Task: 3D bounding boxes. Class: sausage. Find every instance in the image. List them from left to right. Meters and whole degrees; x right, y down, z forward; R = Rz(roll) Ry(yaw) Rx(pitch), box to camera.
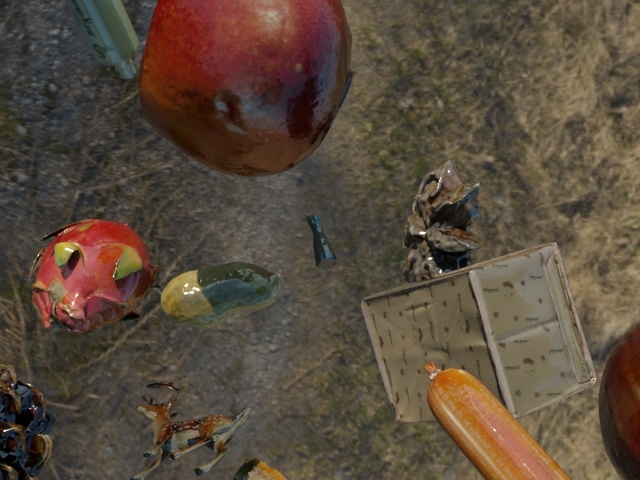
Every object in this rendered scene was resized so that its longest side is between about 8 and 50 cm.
[{"bbox_3d":[0.192,0.221,0.598,0.053,0.348,0.053,-27,144,-21],"label":"sausage"}]

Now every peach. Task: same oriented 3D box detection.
[{"bbox_3d":[-0.104,-0.281,1.241,0.310,0.406,0.335,23,47,0],"label":"peach"}]

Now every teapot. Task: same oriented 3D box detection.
[{"bbox_3d":[0.000,0.000,1.543,0.043,0.043,0.111,7,54,-36],"label":"teapot"}]

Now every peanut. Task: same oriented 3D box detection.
[{"bbox_3d":[-0.193,0.107,1.536,0.236,0.110,0.120,-9,74,-6],"label":"peanut"}]

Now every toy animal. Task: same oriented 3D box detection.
[{"bbox_3d":[-0.256,0.354,1.452,0.260,0.243,0.087,-51,140,-68],"label":"toy animal"}]

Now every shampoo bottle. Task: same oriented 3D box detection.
[{"bbox_3d":[-0.373,-0.383,1.318,0.085,0.085,0.262,-44,141,-22],"label":"shampoo bottle"}]

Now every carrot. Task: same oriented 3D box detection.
[{"bbox_3d":[-0.082,0.504,1.531,0.087,0.193,0.087,-53,168,-17],"label":"carrot"}]

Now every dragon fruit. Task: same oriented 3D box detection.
[{"bbox_3d":[-0.424,0.070,1.443,0.227,0.224,0.224,-28,114,-46],"label":"dragon fruit"}]

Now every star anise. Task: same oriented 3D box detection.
[{"bbox_3d":[0.240,-0.004,1.594,0.117,0.332,0.332,7,94,-9],"label":"star anise"}]

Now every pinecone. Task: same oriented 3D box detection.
[{"bbox_3d":[-0.522,0.305,1.136,0.243,0.257,0.243,2,119,4],"label":"pinecone"}]

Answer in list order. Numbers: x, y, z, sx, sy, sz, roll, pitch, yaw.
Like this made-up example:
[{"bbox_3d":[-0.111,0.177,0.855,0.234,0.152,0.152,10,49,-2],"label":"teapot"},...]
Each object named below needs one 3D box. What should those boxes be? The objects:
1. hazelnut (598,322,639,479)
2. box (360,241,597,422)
[{"bbox_3d":[0.662,0.275,1.288,0.352,0.421,0.421,25,83,-29],"label":"hazelnut"},{"bbox_3d":[0.237,0.155,1.236,0.190,0.297,0.225,-13,84,-30],"label":"box"}]
